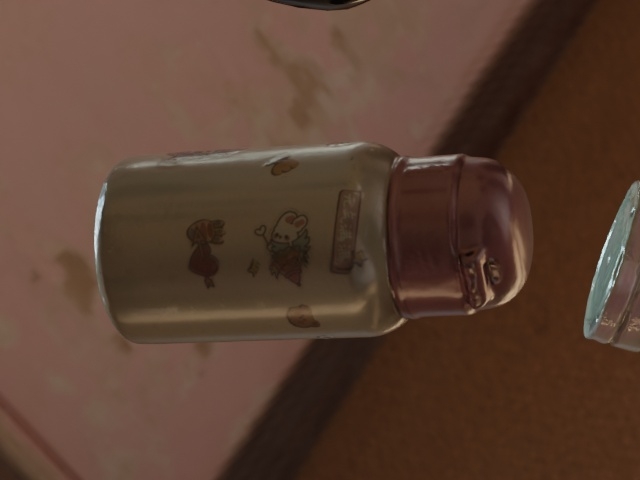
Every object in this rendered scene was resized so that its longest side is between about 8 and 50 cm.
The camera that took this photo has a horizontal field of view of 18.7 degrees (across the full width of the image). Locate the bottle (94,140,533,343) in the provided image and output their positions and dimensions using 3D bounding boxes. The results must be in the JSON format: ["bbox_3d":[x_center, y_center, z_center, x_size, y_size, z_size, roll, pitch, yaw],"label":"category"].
[{"bbox_3d":[0.000,0.000,1.076,0.233,0.110,0.110,-4,42,16],"label":"bottle"}]

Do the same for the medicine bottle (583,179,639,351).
[{"bbox_3d":[0.229,0.040,0.846,0.218,0.074,0.074,17,47,2],"label":"medicine bottle"}]

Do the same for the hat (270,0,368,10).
[{"bbox_3d":[-0.039,-0.150,0.272,0.336,0.209,0.238,-56,3,-18],"label":"hat"}]
